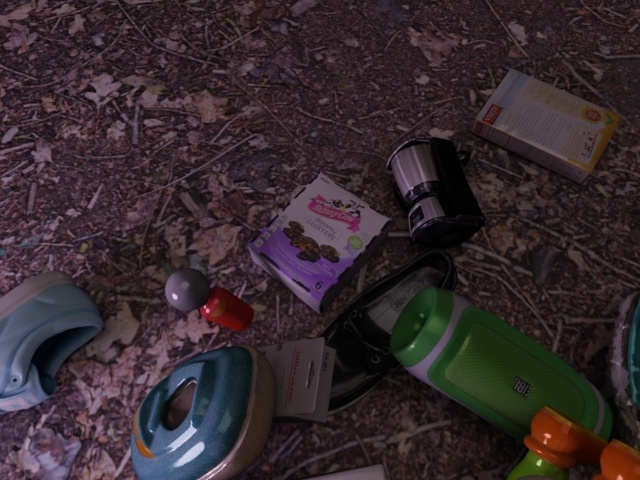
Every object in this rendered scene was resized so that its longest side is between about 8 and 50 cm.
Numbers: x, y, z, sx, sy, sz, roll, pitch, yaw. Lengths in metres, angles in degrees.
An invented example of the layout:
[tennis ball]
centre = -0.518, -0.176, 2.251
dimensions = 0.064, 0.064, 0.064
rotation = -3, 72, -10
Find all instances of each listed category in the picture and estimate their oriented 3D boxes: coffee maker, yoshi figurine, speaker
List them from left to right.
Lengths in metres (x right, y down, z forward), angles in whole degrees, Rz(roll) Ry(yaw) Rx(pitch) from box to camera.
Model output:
[coffee maker]
centre = 0.221, -0.087, 0.867
dimensions = 0.171, 0.120, 0.178
rotation = -11, 63, -5
[speaker]
centre = 0.247, 0.185, 0.673
dimensions = 0.296, 0.131, 0.131
rotation = 33, 66, -7
[yoshi figurine]
centre = 0.255, 0.390, 0.531
dimensions = 0.203, 0.203, 0.362
rotation = 29, 83, 24

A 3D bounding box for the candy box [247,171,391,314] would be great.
[candy box]
centre = 0.000, 0.000, 0.854
dimensions = 0.165, 0.070, 0.196
rotation = 36, 69, 18

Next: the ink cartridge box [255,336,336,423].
[ink cartridge box]
centre = -0.040, 0.203, 0.693
dimensions = 0.060, 0.180, 0.104
rotation = 29, 57, -33

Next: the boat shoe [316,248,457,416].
[boat shoe]
centre = 0.092, 0.132, 0.758
dimensions = 0.340, 0.113, 0.127
rotation = -34, 67, -15

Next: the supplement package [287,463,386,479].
[supplement package]
centre = -0.054, 0.393, 0.589
dimensions = 0.293, 0.175, 0.178
rotation = -9, 64, -3

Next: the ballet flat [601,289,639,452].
[ballet flat]
centre = 0.449, 0.262, 0.665
dimensions = 0.147, 0.147, 0.409
rotation = 5, 67, 4

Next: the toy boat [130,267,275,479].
[toy boat]
centre = -0.178, 0.187, 0.688
dimensions = 0.267, 0.148, 0.318
rotation = -36, 35, 30

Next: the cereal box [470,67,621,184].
[cereal box]
centre = 0.451, -0.235, 0.980
dimensions = 0.240, 0.047, 0.173
rotation = 32, 67, 17

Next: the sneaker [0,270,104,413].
[sneaker]
centre = -0.488, 0.210, 0.721
dimensions = 0.150, 0.135, 0.366
rotation = 33, 68, 20
